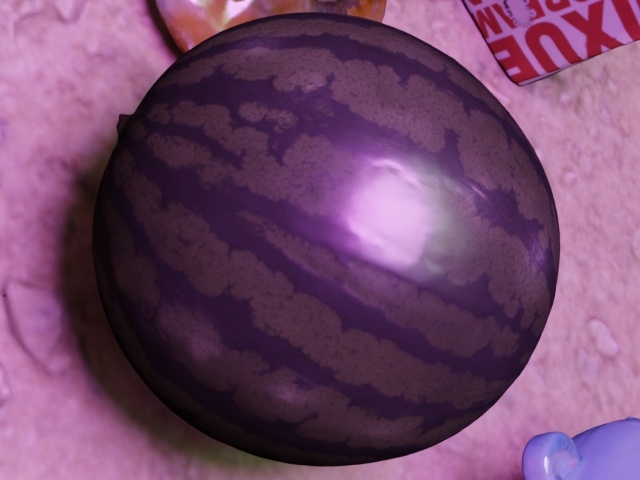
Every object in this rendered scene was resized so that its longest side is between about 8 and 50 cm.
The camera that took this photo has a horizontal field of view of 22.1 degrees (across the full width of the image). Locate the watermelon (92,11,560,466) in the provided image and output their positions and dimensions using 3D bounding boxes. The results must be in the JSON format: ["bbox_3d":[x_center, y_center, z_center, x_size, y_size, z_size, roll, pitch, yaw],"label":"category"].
[{"bbox_3d":[0.000,0.000,0.742,0.212,0.212,0.212,14,68,-36],"label":"watermelon"}]

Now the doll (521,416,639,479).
[{"bbox_3d":[0.202,0.213,0.886,0.314,0.141,0.177,48,48,-22],"label":"doll"}]

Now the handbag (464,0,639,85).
[{"bbox_3d":[0.167,-0.247,0.981,0.151,0.171,0.298,16,67,-32],"label":"handbag"}]

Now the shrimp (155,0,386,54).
[{"bbox_3d":[-0.001,-0.180,0.897,0.145,0.059,0.254,48,52,-22],"label":"shrimp"}]
